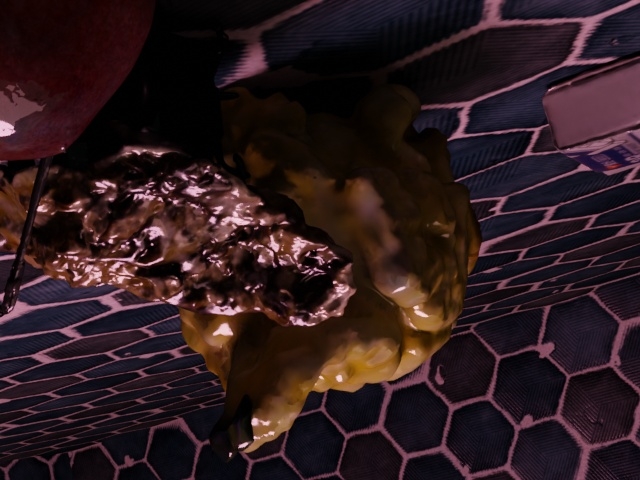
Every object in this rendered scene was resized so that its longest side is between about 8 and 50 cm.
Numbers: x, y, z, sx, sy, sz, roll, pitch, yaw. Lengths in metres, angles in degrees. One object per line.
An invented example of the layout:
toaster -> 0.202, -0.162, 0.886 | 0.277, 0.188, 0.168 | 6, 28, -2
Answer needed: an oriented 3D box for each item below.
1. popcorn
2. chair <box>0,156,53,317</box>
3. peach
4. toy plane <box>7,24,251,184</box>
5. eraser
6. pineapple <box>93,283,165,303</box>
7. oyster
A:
popcorn -> 0.007, -0.001, 0.972 | 0.237, 0.292, 0.293 | 0, 163, -26
chair -> -0.272, -0.062, 0.703 | 0.140, 0.221, 0.145 | -2, 121, -41
peach -> -0.144, -0.104, 0.536 | 0.152, 0.152, 0.152 | -13, 168, -3
toy plane -> -0.151, -0.061, 0.858 | 0.155, 0.106, 0.382 | -3, 166, -17
eraser -> 0.302, -0.116, 1.168 | 0.125, 0.068, 0.210 | -19, 168, 23
pineapple -> -0.160, 0.021, 1.244 | 0.103, 0.083, 0.221 | -16, 166, 7
oyster -> -0.114, 0.000, 0.784 | 0.214, 0.083, 0.223 | 23, 158, -36
